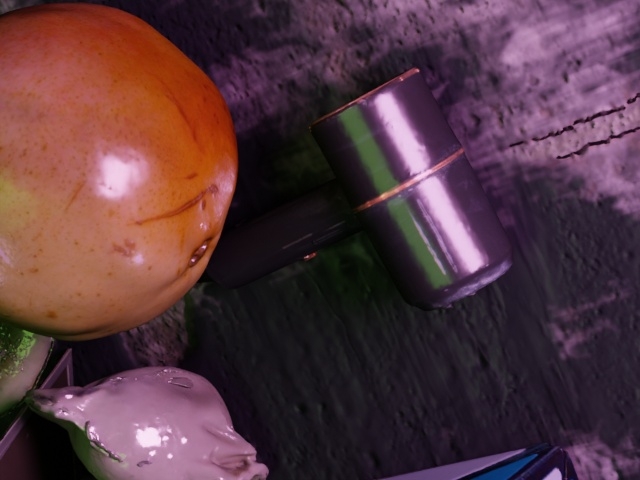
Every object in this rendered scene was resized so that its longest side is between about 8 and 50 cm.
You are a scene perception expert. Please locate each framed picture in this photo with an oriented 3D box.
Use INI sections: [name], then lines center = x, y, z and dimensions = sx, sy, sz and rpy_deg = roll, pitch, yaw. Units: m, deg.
[framed picture]
center = -0.286, 0.246, 1.597
dimensions = 0.014, 0.252, 0.197
rpy_deg = 4, 112, 9

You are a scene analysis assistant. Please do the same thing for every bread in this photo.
[bread]
center = -0.344, 0.050, 1.615
dimensions = 0.267, 0.040, 0.266
rpy_deg = -10, 77, 46

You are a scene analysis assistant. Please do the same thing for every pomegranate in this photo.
[pomegranate]
center = -0.234, -0.065, 1.410
dimensions = 0.319, 0.319, 0.319
rpy_deg = 12, 114, 29

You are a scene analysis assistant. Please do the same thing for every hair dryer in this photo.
[hair dryer]
center = 0.000, 0.000, 1.419
dimensions = 0.352, 0.107, 0.189
rpy_deg = -26, 95, 45

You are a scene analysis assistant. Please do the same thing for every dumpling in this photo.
[dumpling]
center = -0.174, 0.189, 1.568
dimensions = 0.247, 0.142, 0.172
rpy_deg = 27, 157, -18

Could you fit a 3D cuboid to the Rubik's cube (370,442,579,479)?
[Rubik's cube]
center = 0.100, 0.340, 1.377
dimensions = 0.246, 0.248, 0.250
rpy_deg = -18, 96, 36
